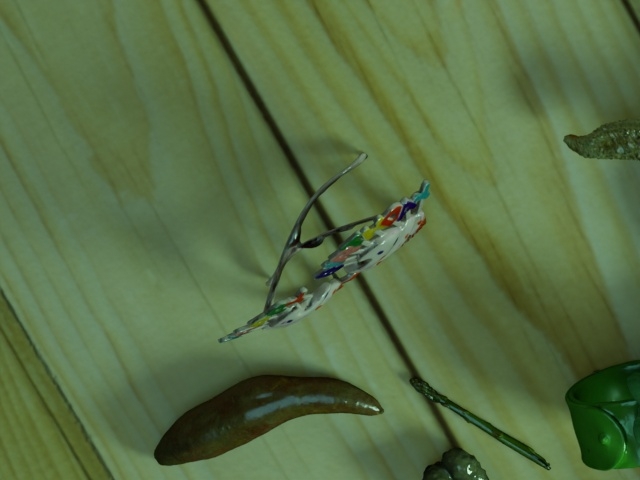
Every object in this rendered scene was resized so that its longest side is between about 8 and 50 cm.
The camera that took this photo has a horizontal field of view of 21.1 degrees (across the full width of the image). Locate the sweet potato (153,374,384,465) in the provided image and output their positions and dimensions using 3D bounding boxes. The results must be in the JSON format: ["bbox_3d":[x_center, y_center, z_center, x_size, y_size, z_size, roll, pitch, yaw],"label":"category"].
[{"bbox_3d":[-0.067,0.179,1.760,0.255,0.058,0.078,-17,115,16],"label":"sweet potato"}]

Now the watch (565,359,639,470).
[{"bbox_3d":[0.323,0.163,1.616,0.165,0.152,0.131,-23,100,-25],"label":"watch"}]

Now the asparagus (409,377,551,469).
[{"bbox_3d":[0.160,0.183,1.722,0.166,0.013,0.016,31,151,6],"label":"asparagus"}]

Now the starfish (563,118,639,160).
[{"bbox_3d":[0.414,-0.017,1.567,0.301,0.084,0.293,-20,107,28],"label":"starfish"}]

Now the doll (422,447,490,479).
[{"bbox_3d":[0.208,0.348,1.714,0.286,0.091,0.202,25,76,-4],"label":"doll"}]

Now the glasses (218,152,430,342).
[{"bbox_3d":[0.002,0.006,1.642,0.255,0.162,0.095,-40,88,19],"label":"glasses"}]
